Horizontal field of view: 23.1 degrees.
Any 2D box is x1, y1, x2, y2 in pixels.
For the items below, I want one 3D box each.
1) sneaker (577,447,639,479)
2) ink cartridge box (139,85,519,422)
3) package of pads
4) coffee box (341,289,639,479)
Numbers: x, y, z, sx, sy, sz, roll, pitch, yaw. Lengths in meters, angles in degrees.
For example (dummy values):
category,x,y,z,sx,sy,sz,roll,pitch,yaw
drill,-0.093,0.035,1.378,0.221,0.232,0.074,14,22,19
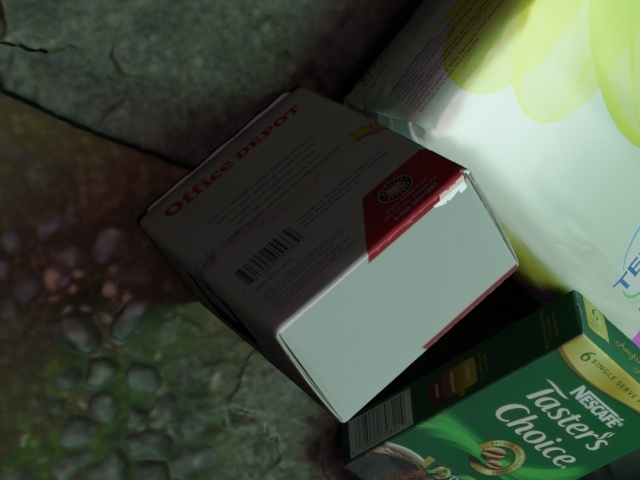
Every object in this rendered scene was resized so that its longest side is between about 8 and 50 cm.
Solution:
category,x,y,z,sx,sy,sz,roll,pitch,yaw
sneaker,0.161,0.246,1.044,0.296,0.104,0.146,-23,111,-25
ink cartridge box,0.000,0.000,0.837,0.127,0.175,0.072,-41,123,-10
package of pads,0.179,-0.069,0.953,0.296,0.101,0.229,42,84,-32
coffee box,0.116,0.112,0.959,0.184,0.040,0.113,-32,126,25
